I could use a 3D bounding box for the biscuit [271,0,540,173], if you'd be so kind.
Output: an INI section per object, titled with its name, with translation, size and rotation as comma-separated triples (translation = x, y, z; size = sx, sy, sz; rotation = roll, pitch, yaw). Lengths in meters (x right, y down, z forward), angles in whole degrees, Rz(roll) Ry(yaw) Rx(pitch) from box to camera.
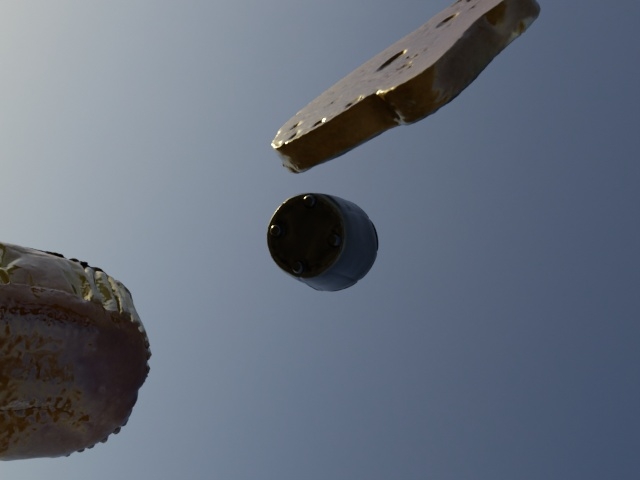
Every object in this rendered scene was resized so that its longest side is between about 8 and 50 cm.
[biscuit]
translation = 0.102, -0.180, 1.066
size = 0.057, 0.344, 0.287
rotation = 55, -4, -16

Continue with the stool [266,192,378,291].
[stool]
translation = 0.000, 0.000, 0.916
size = 0.096, 0.110, 0.096
rotation = -2, -98, 17

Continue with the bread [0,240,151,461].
[bread]
translation = -0.211, 0.076, 0.637
size = 0.132, 0.191, 0.114
rotation = -68, -152, 15
